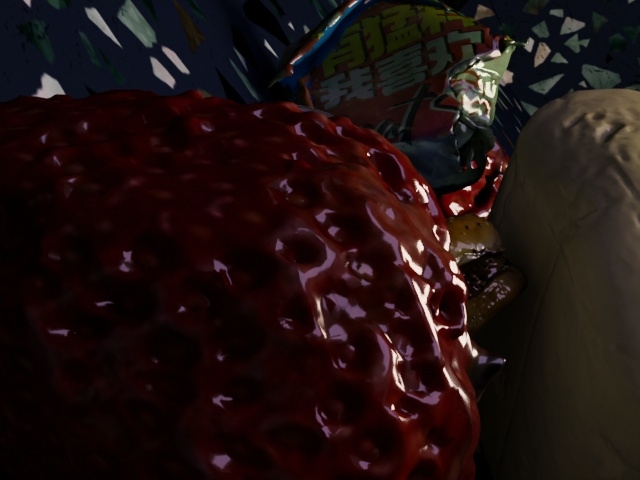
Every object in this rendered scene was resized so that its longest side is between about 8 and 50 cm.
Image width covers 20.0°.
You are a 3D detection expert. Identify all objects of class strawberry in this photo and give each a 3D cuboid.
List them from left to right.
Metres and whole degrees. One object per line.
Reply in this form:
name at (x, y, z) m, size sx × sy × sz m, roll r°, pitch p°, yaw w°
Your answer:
strawberry at (-0.059, 0.037, 0.956) m, size 0.310 × 0.291 × 0.292 m, roll 59°, pitch 13°, yaw -24°
strawberry at (0.157, -0.071, 2.126) m, size 0.280 × 0.150 × 0.253 m, roll 43°, pitch 21°, yaw -38°

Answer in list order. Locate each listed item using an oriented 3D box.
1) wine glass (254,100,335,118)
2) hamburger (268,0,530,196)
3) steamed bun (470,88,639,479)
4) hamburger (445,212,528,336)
wine glass at (0.000, 0.000, 1.457) m, size 0.196 × 0.165 × 0.165 m, roll 41°, pitch 21°, yaw -56°
hamburger at (0.072, -0.129, 1.892) m, size 0.150 × 0.260 × 0.276 m, roll 77°, pitch 28°, yaw -53°
steamed bun at (0.326, 0.091, 1.760) m, size 0.371 × 0.290 × 0.456 m, roll 102°, pitch -19°, yaw -45°
hamburger at (0.103, 0.041, 1.690) m, size 0.113 × 0.177 × 0.185 m, roll 51°, pitch 42°, yaw 1°
